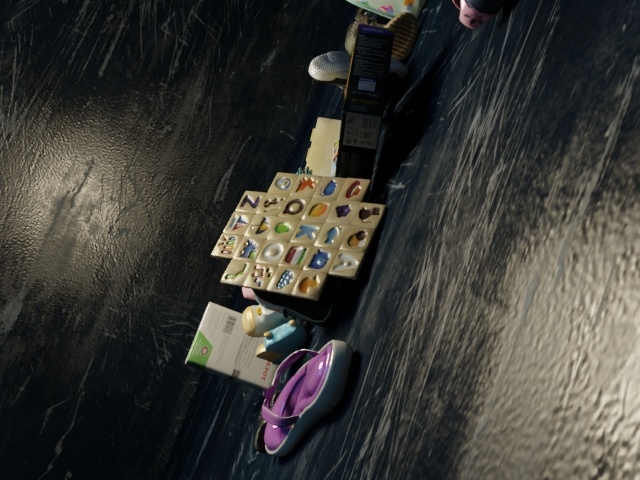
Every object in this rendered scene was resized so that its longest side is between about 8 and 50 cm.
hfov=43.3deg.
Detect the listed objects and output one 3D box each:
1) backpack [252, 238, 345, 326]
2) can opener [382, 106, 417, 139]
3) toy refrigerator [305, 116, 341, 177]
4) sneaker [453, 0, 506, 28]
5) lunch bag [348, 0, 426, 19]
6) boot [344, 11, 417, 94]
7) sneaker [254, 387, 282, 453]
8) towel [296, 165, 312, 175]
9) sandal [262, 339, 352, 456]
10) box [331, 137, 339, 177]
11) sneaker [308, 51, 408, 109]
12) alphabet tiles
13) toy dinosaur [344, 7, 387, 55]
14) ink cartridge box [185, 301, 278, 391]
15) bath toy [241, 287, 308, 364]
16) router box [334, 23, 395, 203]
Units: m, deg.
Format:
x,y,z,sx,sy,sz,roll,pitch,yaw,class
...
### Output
x,y,z,sx,sy,sz,roll,pitch,yaw,class
-0.049,0.081,1.665,0.144,0.188,0.166,103,-174,-78,backpack
0.158,-0.238,1.687,0.186,0.073,0.059,-154,47,-83,can opener
0.008,-0.223,2.244,0.269,0.094,0.102,-78,-4,-47,toy refrigerator
0.268,-0.477,1.406,0.131,0.112,0.319,-58,12,33,sneaker
0.162,-0.695,2.029,0.160,0.262,0.223,-81,15,-53,lunch bag
0.141,-0.464,2.042,0.248,0.090,0.207,-60,17,8,boot
-0.106,0.384,1.722,0.089,0.051,0.170,-55,12,54,sneaker
-0.072,0.021,2.054,0.370,0.040,0.271,114,158,-59,towel
-0.051,0.275,1.494,0.416,0.102,0.169,125,165,-53,sandal
0.077,-0.226,2.028,0.207,0.036,0.114,139,137,-67,box
0.077,-0.345,1.859,0.101,0.269,0.153,49,133,36,sneaker
-0.048,-0.017,1.617,0.285,0.343,0.011,-65,-35,-27,alphabet tiles
0.126,-0.663,2.591,0.160,0.121,0.313,-57,10,-19,toy dinosaur
-0.209,0.272,2.035,0.092,0.219,0.160,129,161,-70,ink cartridge box
-0.122,0.113,1.899,0.129,0.151,0.348,57,-165,-54,bath toy
0.087,-0.252,1.687,0.309,0.081,0.243,96,-176,-57,router box
